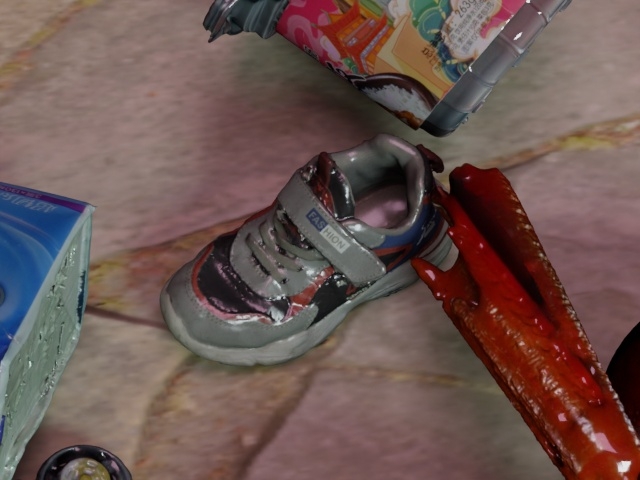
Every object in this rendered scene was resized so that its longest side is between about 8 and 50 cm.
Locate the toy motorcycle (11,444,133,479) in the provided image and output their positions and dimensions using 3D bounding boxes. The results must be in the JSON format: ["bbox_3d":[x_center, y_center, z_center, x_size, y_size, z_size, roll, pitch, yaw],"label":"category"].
[{"bbox_3d":[-0.215,0.207,1.141,0.225,0.073,0.152,-9,56,-18],"label":"toy motorcycle"}]

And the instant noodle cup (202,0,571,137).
[{"bbox_3d":[0.078,-0.192,1.295,0.181,0.258,0.302,41,72,1],"label":"instant noodle cup"}]

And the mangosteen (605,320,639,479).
[{"bbox_3d":[0.266,0.131,1.176,0.199,0.200,0.200,2,62,-3],"label":"mangosteen"}]

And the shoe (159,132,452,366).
[{"bbox_3d":[0.000,-0.001,1.241,0.227,0.125,0.099,-28,70,-19],"label":"shoe"}]

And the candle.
[{"bbox_3d":[0.142,0.074,1.146,0.084,0.059,0.302,-45,53,21],"label":"candle"}]

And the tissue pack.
[{"bbox_3d":[-0.295,0.040,1.153,0.263,0.146,0.198,14,35,3],"label":"tissue pack"}]
